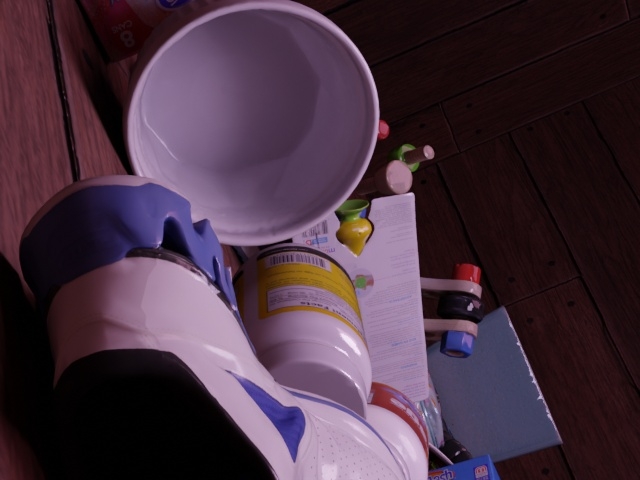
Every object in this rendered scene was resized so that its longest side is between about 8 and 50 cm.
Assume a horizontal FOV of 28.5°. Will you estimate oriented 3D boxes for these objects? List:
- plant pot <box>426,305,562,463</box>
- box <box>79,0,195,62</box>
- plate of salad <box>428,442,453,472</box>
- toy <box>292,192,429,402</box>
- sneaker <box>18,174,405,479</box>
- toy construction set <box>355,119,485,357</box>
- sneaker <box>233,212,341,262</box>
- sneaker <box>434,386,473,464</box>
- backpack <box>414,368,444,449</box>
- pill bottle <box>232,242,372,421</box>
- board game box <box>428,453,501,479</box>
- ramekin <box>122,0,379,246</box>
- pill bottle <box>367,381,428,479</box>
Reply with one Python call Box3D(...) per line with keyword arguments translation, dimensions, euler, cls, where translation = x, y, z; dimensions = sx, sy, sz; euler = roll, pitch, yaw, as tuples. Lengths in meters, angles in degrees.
Box3D(translation=(0.254, 0.280, 2.196), dimensions=(0.247, 0.252, 0.248), euler=(38, 29, -80), cls="plant pot")
Box3D(translation=(-0.144, -0.277, 1.198), dimensions=(0.300, 0.154, 0.142), euler=(-97, 163, -75), cls="box")
Box3D(translation=(0.095, 0.267, 1.426), dimensions=(0.200, 0.048, 0.200), euler=(32, -27, 19), cls="plate of salad")
Box3D(translation=(0.038, 0.068, 1.339), dimensions=(0.056, 0.137, 0.237), euler=(-136, -142, -63), cls="toy")
Box3D(translation=(-0.052, 0.133, 0.652), dimensions=(0.315, 0.127, 0.182), euler=(55, 15, -35), cls="sneaker")
Box3D(translation=(0.034, 0.027, 1.544), dimensions=(0.237, 0.257, 0.309), euler=(-13, -97, 52), cls="toy construction set")
Box3D(translation=(-0.065, -0.089, 1.279), dimensions=(0.319, 0.131, 0.112), euler=(60, 10, -50), cls="sneaker")
Box3D(translation=(0.163, 0.337, 1.779), dimensions=(0.341, 0.125, 0.139), euler=(-102, 175, -48), cls="sneaker")
Box3D(translation=(0.100, 0.216, 1.718), dimensions=(0.152, 0.115, 0.182), euler=(65, 8, -46), cls="backpack")
Box3D(translation=(-0.020, 0.093, 1.037), dimensions=(0.208, 0.119, 0.119), euler=(-98, 164, -67), cls="pill bottle")
Box3D(translation=(0.143, 0.338, 1.374), dimensions=(0.047, 0.160, 0.210), euler=(-92, 160, -55), cls="board game box")
Box3D(translation=(-0.064, -0.109, 1.046), dimensions=(0.207, 0.207, 0.109), euler=(64, -2, -28), cls="ramekin")
Box3D(translation=(0.038, 0.201, 1.138), dimensions=(0.216, 0.121, 0.121), euler=(-26, 93, -84), cls="pill bottle")
